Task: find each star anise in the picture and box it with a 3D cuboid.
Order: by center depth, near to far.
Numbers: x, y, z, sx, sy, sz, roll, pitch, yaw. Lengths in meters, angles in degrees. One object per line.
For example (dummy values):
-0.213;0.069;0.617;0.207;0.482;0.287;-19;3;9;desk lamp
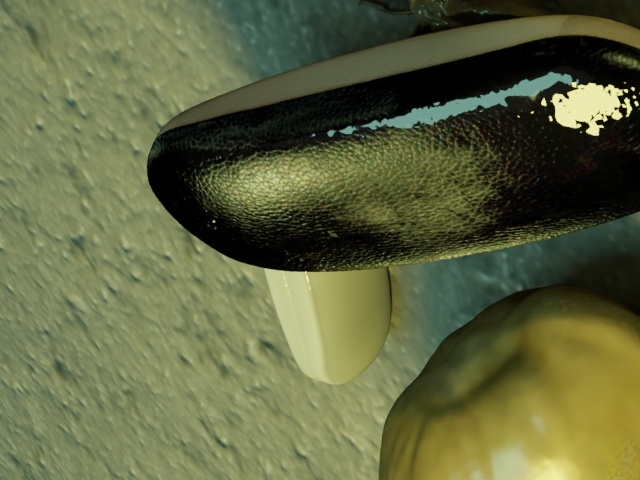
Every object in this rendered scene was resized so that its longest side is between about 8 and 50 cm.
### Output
0.060;-0.138;0.888;0.124;0.056;0.129;-10;127;51;star anise

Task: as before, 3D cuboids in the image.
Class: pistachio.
0.122;0.138;0.983;0.181;0.162;0.293;8;131;8;pistachio

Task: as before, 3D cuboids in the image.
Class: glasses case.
0.047;-0.044;0.911;0.314;0.075;0.122;-11;138;36;glasses case
0.000;0.000;1.076;0.049;0.074;0.193;16;132;38;glasses case
